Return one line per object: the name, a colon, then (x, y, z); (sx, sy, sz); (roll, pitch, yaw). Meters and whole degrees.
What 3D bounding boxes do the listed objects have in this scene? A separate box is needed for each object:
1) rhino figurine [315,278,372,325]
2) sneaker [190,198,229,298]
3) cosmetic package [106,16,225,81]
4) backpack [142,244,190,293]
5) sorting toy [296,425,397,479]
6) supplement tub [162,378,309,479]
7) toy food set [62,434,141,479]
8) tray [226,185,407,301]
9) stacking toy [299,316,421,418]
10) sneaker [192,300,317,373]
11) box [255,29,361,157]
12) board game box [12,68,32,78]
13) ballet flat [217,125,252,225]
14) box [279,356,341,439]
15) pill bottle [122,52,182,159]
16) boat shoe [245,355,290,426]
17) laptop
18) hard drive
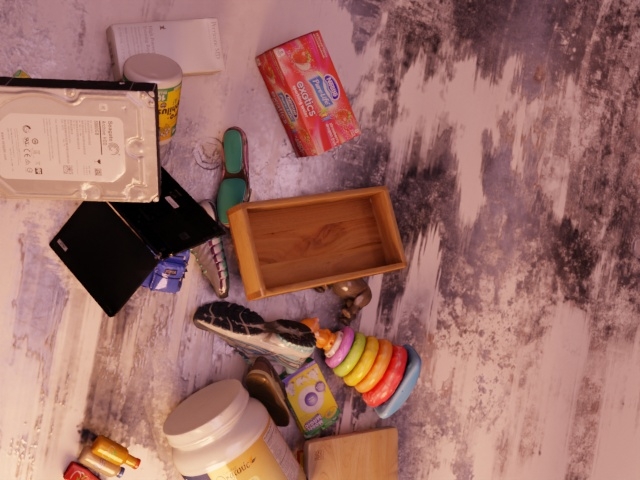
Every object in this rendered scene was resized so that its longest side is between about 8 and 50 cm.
rhino figurine: (0.034, 0.081, 1.926); (0.106, 0.073, 0.243); (-45, 107, -27)
sneaker: (-0.263, 0.024, 1.797); (0.098, 0.083, 0.223); (-11, 92, -4)
cosmetic package: (-0.328, -0.405, 1.726); (0.231, 0.085, 0.117); (-12, 99, -22)
backpack: (-0.325, 0.047, 1.730); (0.098, 0.101, 0.120); (8, 113, -30)
sorting toy: (0.058, 0.583, 1.947); (0.255, 0.089, 0.257); (-1, 93, -32)
supplement tub: (-0.181, 0.484, 1.764); (0.228, 0.228, 0.316); (-34, 106, -19)
toy food set: (-0.483, 0.524, 1.690); (0.104, 0.111, 0.232); (35, 76, -22)
tray: (0.000, 0.000, 1.835); (0.411, 0.076, 0.203); (-9, 82, -37)
stacking toy: (0.072, 0.272, 1.927); (0.302, 0.166, 0.175); (31, 94, -11)
sneaker: (-0.158, 0.233, 1.828); (0.283, 0.110, 0.122); (19, 116, -11)
box: (-0.028, -0.330, 1.846); (0.128, 0.122, 0.257); (-29, 104, -22)
board game box: (-0.546, -0.218, 1.665); (0.259, 0.039, 0.124); (39, 78, -24)
ballet flat: (-0.185, -0.142, 1.813); (0.077, 0.079, 0.221); (2, 91, 18)
box: (-0.026, 0.381, 1.933); (0.105, 0.043, 0.179); (-31, 107, -20)
pill bottle: (-0.351, -0.265, 1.661); (0.118, 0.117, 0.208); (-4, 133, -25)
boat shoe: (-0.109, 0.344, 1.840); (0.223, 0.080, 0.073); (72, 28, -46)
laptop: (-0.379, -0.005, 1.683); (0.264, 0.136, 0.234); (-26, 60, -41)
hard drive: (-0.483, -0.191, 1.571); (0.339, 0.064, 0.237); (2, 119, -6)
